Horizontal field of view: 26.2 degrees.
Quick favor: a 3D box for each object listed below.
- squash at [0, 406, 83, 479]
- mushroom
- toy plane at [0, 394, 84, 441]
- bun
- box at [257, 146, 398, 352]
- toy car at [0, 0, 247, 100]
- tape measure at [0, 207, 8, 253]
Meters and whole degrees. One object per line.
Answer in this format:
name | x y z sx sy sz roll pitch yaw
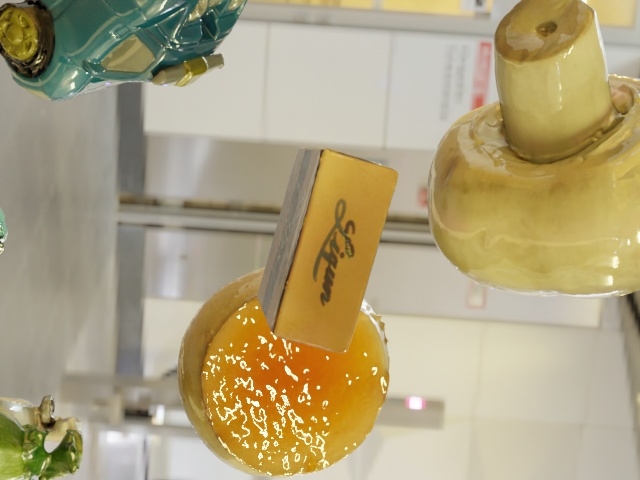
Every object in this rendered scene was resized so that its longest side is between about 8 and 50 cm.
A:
squash | -0.365 0.149 1.008 0.101 0.379 0.101 -175 -90 -78
mushroom | 0.284 -0.076 1.599 0.325 0.353 0.353 -54 180 1
toy plane | -0.454 0.271 1.931 0.244 0.245 0.117 88 3 -84
bun | -0.053 0.172 1.895 0.165 0.299 0.298 -151 -117 -68
box | 0.001 0.000 1.170 0.237 0.070 0.152 -130 -125 -84
toy car | -0.171 -0.220 1.333 0.198 0.314 0.166 -26 83 -53
tape measure | -0.454 -0.046 1.763 0.125 0.081 0.146 49 -22 23
